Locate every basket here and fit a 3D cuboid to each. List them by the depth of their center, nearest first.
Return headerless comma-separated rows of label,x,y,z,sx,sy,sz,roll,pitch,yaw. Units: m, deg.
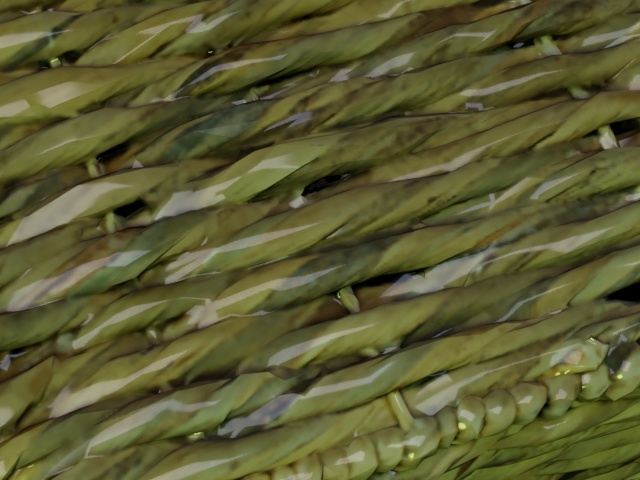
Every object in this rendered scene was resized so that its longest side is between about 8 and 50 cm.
basket,0.000,0.000,0.533,0.299,0.223,0.213,-16,68,-21
